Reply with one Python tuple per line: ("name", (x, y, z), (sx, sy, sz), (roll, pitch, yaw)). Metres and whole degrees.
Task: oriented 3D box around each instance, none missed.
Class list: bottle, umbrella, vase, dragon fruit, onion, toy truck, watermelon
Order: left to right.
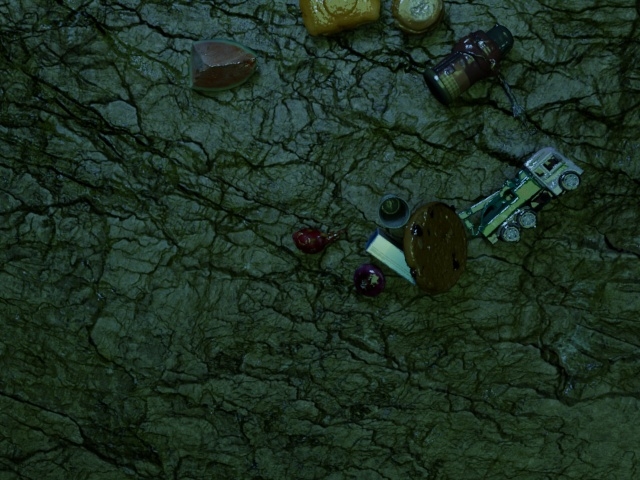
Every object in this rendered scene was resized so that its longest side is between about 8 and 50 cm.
("watermelon", (-0.317, -0.580, 1.644), (0.231, 0.128, 0.146), (-10, 71, -6))
("dragon fruit", (0.000, 0.000, 1.713), (0.191, 0.094, 0.094), (-4, 100, -5))
("onion", (0.162, 0.136, 1.710), (0.115, 0.104, 0.115), (5, 102, 22))
("vase", (0.225, -0.101, 1.601), (0.096, 0.219, 0.096), (1, 100, 5))
("bottle", (0.456, -0.535, 1.544), (0.271, 0.143, 0.156), (-36, 95, 9))
("umbrella", (0.595, -0.442, 1.604), (0.044, 0.044, 0.269), (-33, 88, 47))
("toy truck", (0.623, -0.126, 1.587), (0.363, 0.176, 0.178), (-41, 81, 12))

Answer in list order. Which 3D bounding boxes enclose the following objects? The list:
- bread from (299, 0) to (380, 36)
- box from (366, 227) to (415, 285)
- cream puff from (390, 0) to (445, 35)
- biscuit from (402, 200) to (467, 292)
("bread", (0.060, -0.725, 1.562), (0.246, 0.121, 0.173), (-10, 98, 5))
("box", (0.245, 0.051, 1.666), (0.194, 0.139, 0.073), (36, 101, -1))
("cream puff", (0.292, -0.698, 1.545), (0.165, 0.115, 0.150), (26, 108, -9))
("biscuit", (0.350, 0.021, 1.570), (0.075, 0.296, 0.295), (-7, 102, 50))
